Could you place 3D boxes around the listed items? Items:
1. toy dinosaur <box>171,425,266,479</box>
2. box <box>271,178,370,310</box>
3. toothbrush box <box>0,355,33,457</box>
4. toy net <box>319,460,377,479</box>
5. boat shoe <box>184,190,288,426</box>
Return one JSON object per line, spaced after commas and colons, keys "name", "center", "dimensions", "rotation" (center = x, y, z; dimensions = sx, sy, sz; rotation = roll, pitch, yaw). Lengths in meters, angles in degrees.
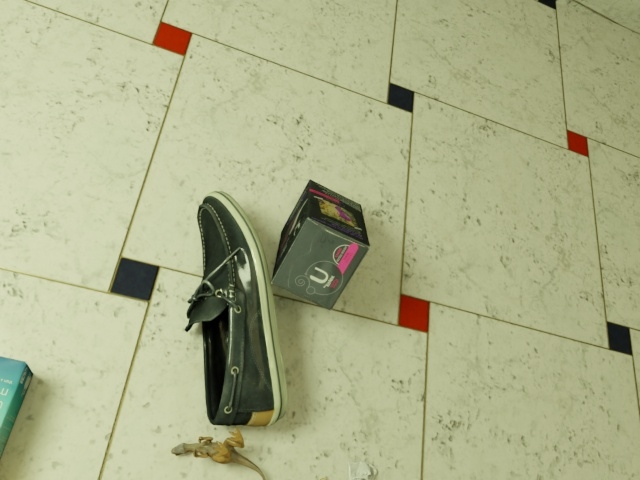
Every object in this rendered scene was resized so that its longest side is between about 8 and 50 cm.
{"name": "toy dinosaur", "center": [-0.176, 0.411, 1.060], "dimensions": [0.212, 0.112, 0.064], "rotation": [22, 47, -6]}
{"name": "box", "center": [0.000, 0.000, 1.188], "dimensions": [0.143, 0.165, 0.270], "rotation": [26, 21, -10]}
{"name": "toothbrush box", "center": [-0.634, 0.324, 0.886], "dimensions": [0.216, 0.126, 0.295], "rotation": [18, 63, -14]}
{"name": "toy net", "center": [0.036, 0.534, 1.110], "dimensions": [0.232, 0.045, 0.122], "rotation": [-21, 77, -28]}
{"name": "boat shoe", "center": [-0.195, 0.132, 1.117], "dimensions": [0.156, 0.187, 0.499], "rotation": [-5, 75, -30]}
